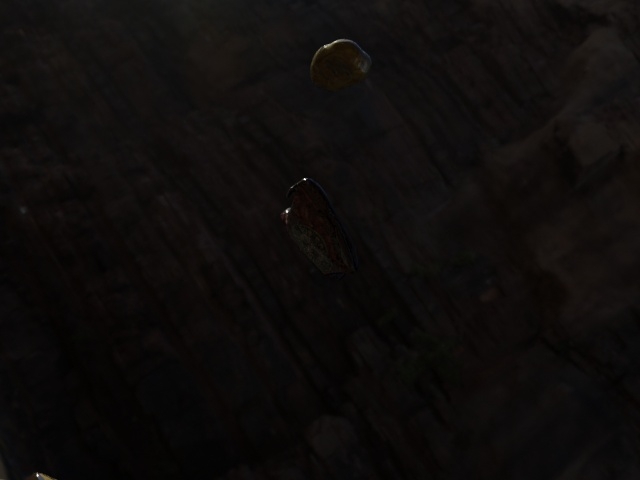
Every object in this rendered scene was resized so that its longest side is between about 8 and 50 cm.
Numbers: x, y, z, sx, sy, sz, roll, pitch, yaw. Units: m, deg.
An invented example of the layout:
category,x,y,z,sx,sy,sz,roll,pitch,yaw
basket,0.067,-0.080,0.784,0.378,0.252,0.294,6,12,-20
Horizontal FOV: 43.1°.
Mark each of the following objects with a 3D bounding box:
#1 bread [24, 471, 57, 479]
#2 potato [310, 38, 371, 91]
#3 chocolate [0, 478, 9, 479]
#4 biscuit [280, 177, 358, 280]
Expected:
category,x,y,z,sx,sy,sz,roll,pitch,yaw
bread,-0.502,0.542,1.442,0.142,0.224,0.211,27,-30,52
potato,0.038,-0.324,1.495,0.138,0.070,0.091,-12,-59,47
chocolate,-0.434,0.331,1.000,0.157,0.254,0.080,173,-73,-68
biscuit,-0.004,-0.005,1.229,0.151,0.063,0.235,50,-12,2
